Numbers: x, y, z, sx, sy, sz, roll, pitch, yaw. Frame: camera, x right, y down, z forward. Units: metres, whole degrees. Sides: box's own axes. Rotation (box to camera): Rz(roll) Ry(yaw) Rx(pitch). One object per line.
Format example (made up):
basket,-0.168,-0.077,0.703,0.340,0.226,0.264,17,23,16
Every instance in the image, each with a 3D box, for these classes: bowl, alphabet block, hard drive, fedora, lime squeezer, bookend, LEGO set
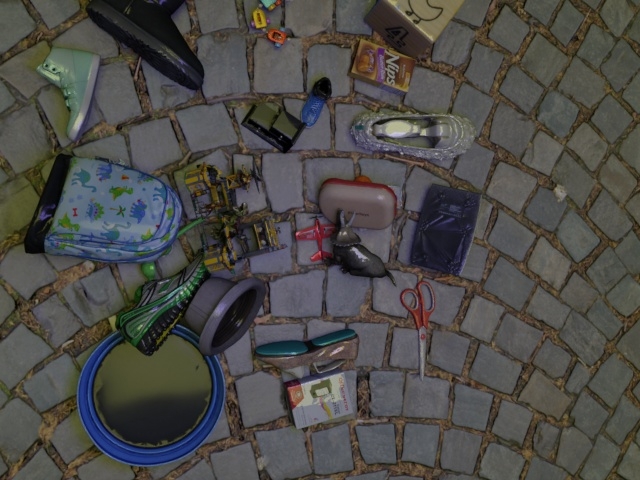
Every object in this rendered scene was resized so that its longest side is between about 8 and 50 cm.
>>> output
bowl,-0.458,0.413,1.775,0.390,0.077,0.392,0,88,-12
alphabet block,0.275,-0.683,1.909,0.197,0.193,0.192,37,83,-9
hard drive,0.380,-0.031,1.950,0.171,0.054,0.255,14,86,20
fedora,-0.273,0.184,1.757,0.124,0.275,0.244,31,106,14
lime squeezer,-0.429,0.053,1.801,0.109,0.059,0.311,25,83,-10
bookend,-0.133,-0.328,1.826,0.156,0.157,0.072,33,82,-10
LEGO set,-0.213,-0.074,1.749,0.192,0.255,0.332,-15,80,14

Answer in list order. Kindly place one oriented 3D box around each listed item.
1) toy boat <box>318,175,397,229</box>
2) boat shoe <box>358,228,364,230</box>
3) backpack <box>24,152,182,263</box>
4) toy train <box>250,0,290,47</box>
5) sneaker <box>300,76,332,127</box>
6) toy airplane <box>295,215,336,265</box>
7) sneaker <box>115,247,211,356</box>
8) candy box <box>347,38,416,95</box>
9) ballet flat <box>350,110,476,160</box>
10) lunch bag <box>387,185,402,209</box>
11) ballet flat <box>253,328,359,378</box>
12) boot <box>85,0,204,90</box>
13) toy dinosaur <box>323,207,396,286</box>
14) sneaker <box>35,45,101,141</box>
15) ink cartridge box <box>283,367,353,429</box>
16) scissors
toy boat,0.112,-0.130,1.883,0.230,0.151,0.151,7,46,9
boat shoe,0.157,-0.053,1.949,0.100,0.035,0.035,-21,120,-16
backpack,-0.543,-0.071,1.691,0.355,0.273,0.290,21,62,-22
toy train,-0.139,-0.650,1.892,0.125,0.046,0.167,12,89,-13
sneaker,-0.012,-0.406,1.891,0.058,0.084,0.152,25,84,-11
toy airplane,0.000,0.000,1.912,0.151,0.028,0.151,1,88,-19
sneaker,-0.407,0.134,1.730,0.146,0.134,0.344,33,53,7
candy box,0.186,-0.521,1.956,0.186,0.053,0.109,17,84,-13
ballet flat,0.296,-0.316,1.935,0.408,0.147,0.147,-2,89,-13
lunch bag,0.203,-0.128,1.949,0.083,0.053,0.071,0,87,-2
ballet flat,-0.033,0.337,1.862,0.315,0.107,0.106,-8,104,-12
boot,-0.367,-0.697,1.802,0.367,0.146,0.445,36,77,-11
toy dinosaur,0.109,0.057,1.855,0.121,0.160,0.313,-47,106,-18
sneaker,-0.688,-0.394,1.734,0.151,0.094,0.256,11,76,-18
ink cartridge box,-0.005,0.455,1.876,0.175,0.072,0.128,-13,91,-12
scissors,0.321,0.274,1.980,0.108,0.021,0.297,-14,90,-14
